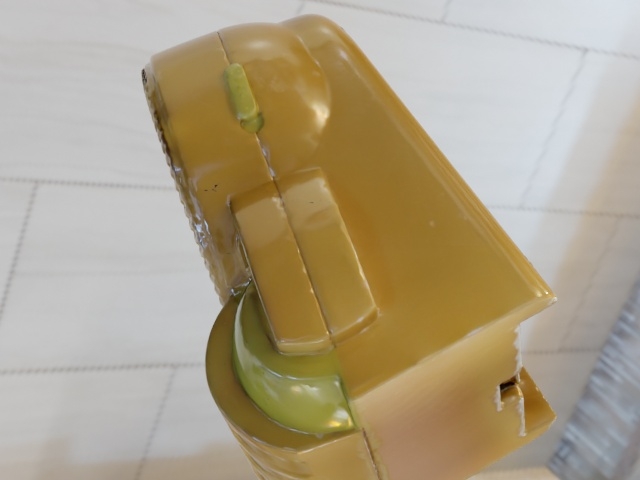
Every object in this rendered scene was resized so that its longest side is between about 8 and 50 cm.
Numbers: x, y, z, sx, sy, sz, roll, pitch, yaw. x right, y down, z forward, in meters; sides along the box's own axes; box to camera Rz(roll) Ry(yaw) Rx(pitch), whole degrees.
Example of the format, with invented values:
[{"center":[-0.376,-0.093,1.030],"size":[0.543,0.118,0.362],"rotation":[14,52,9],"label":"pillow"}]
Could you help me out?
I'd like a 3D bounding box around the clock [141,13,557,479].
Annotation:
[{"center":[0.000,0.000,0.881],"size":[0.200,0.317,0.244],"rotation":[-22,149,-6],"label":"clock"}]
